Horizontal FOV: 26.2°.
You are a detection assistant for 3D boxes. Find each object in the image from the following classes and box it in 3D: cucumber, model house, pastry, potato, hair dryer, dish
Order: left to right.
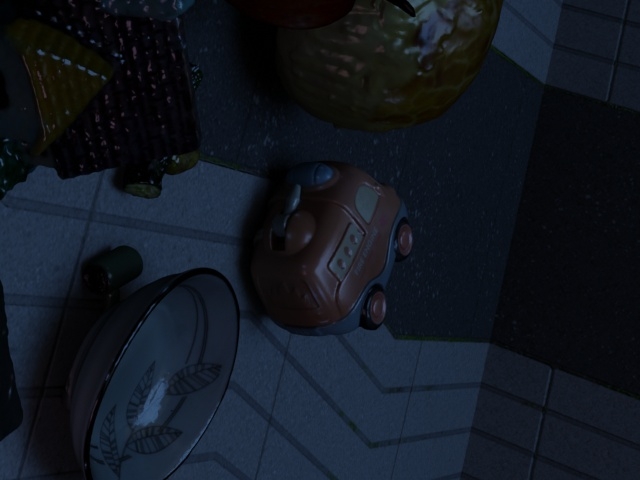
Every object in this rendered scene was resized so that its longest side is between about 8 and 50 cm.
[{"bbox_3d":[-0.242,-0.180,1.417,0.230,0.249,0.280,-53,144,-46],"label":"model house"},{"bbox_3d":[-0.266,0.083,1.733,0.071,0.047,0.150,-33,138,-55],"label":"hair dryer"},{"bbox_3d":[-0.228,0.166,1.721,0.316,0.106,0.316,-46,150,-38],"label":"dish"},{"bbox_3d":[-0.205,-0.142,1.757,0.058,0.058,0.187,56,47,-58],"label":"cucumber"},{"bbox_3d":[-0.190,-0.110,1.818,0.045,0.046,0.092,52,22,0],"label":"potato"},{"bbox_3d":[0.105,-0.338,2.023,0.388,0.313,0.388,13,90,-86],"label":"pastry"}]

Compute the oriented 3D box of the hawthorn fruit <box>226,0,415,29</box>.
[{"bbox_3d":[-0.021,-0.395,1.723,0.369,0.285,0.284,41,51,-15],"label":"hawthorn fruit"}]

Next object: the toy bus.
[{"bbox_3d":[0.000,0.000,2.137,0.232,0.194,0.287,53,50,-43],"label":"toy bus"}]

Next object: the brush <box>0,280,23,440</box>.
[{"bbox_3d":[-0.379,0.137,1.455,0.123,0.059,0.197,-45,138,-56],"label":"brush"}]
